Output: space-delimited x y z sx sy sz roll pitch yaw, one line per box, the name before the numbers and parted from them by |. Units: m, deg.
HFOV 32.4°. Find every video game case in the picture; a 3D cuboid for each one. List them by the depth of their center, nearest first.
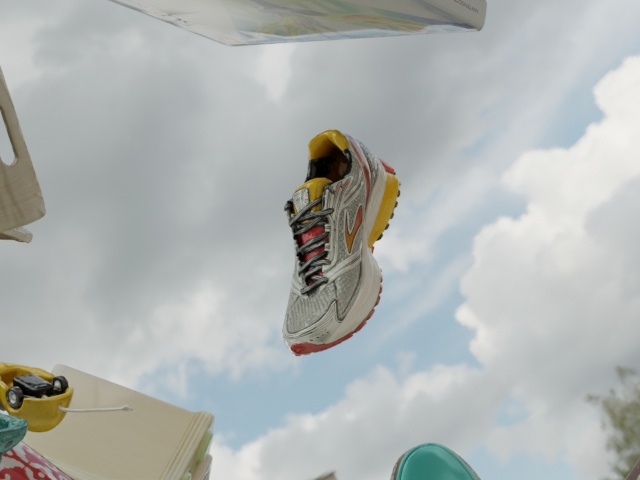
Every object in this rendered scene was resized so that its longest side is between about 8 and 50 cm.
video game case | -0.070 -0.231 0.971 0.300 0.329 0.036 12 -95 -49

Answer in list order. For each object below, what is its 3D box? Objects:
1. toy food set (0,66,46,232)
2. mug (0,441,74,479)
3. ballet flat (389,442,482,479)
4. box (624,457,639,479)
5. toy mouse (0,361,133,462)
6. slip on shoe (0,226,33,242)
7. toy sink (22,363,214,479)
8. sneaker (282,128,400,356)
toy food set | -0.492 -0.115 1.337 0.092 0.306 0.219 -45 -54 -60
mug | -0.231 0.190 0.748 0.150 0.169 0.113 -56 1 45
ballet flat | 0.144 0.336 1.017 0.107 0.316 0.106 -17 -43 -7
box | 0.384 0.205 0.792 0.191 0.143 0.381 -53 8 -2
toy mouse | -0.217 0.103 0.638 0.143 0.161 0.031 -13 -66 -54
slip on shoe | -0.524 -0.017 1.746 0.051 0.135 0.041 -108 38 -80
toy sink | -0.183 0.245 1.091 0.131 0.234 0.153 -62 -13 -48
sneaker | 0.000 0.000 0.949 0.088 0.225 0.093 -19 -47 34
